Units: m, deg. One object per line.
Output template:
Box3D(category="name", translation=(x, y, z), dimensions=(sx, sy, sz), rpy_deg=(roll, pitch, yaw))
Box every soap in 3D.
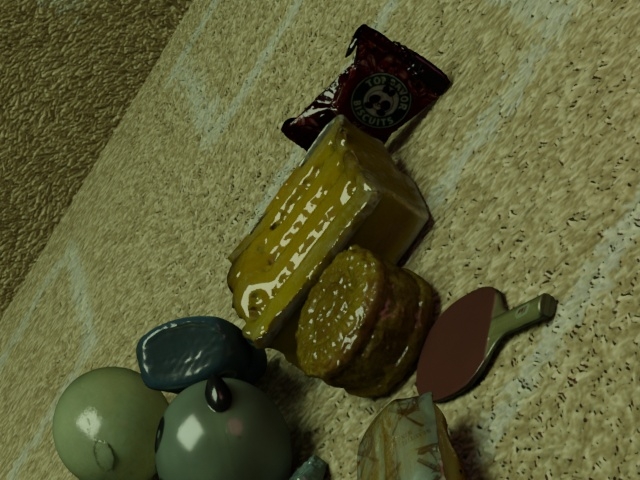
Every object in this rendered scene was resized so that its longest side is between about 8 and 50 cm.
Box3D(category="soap", translation=(0.000, 0.000, 2.148), dimensions=(0.281, 0.143, 0.259), rpy_deg=(-54, 27, 19))

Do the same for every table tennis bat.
Box3D(category="table tennis bat", translation=(0.183, 0.109, 1.781), dimensions=(0.246, 0.022, 0.138), rpy_deg=(-32, 36, 55))

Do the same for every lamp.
Box3D(category="lamp", translation=(-0.132, 0.280, 2.063), dimensions=(0.244, 0.197, 0.198), rpy_deg=(141, 152, -73))

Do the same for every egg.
Box3D(category="egg", translation=(-0.323, 0.292, 2.451), dimensions=(0.187, 0.186, 0.253), rpy_deg=(-60, 18, 4))

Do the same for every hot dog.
Box3D(category="hot dog", translation=(0.097, 0.276, 1.662), dimensions=(0.163, 0.081, 0.270), rpy_deg=(-59, 20, 30))

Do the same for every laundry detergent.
Box3D(category="laundry detergent", translation=(-0.155, 0.170, 2.208), dimensions=(0.143, 0.094, 0.290), rpy_deg=(-20, -13, 6))

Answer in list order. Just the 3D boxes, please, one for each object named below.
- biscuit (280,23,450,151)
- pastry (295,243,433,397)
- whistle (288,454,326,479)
Box3D(category="biscuit", translation=(0.057, -0.190, 2.235), dimensions=(0.235, 0.151, 0.063), rpy_deg=(-48, 25, 31))
Box3D(category="pastry", translation=(0.053, 0.102, 1.955), dimensions=(0.189, 0.103, 0.189), rpy_deg=(-46, 29, 34))
Box3D(category="whistle", translation=(-0.048, 0.338, 1.899), dimensions=(0.123, 0.123, 0.223), rpy_deg=(-44, 13, 37))
